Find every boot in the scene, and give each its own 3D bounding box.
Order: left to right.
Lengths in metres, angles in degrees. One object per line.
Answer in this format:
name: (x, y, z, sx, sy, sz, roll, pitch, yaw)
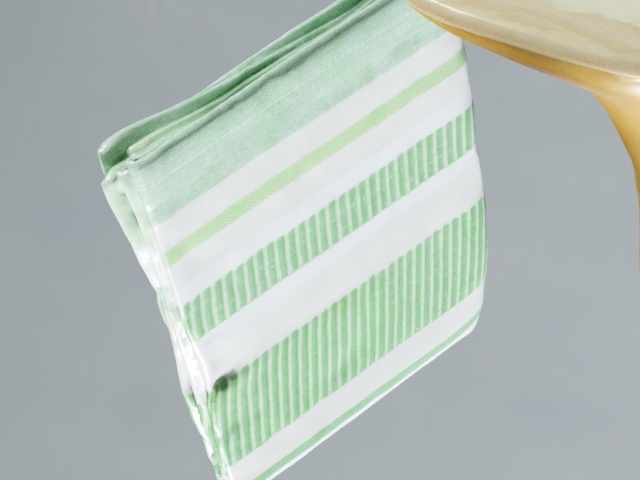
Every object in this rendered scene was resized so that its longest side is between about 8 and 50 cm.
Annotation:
boot: (0.166, -0.044, 0.901, 0.295, 0.104, 0.211, 9, 143, -1)

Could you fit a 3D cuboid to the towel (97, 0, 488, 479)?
towel: (0.000, 0.000, 1.213, 0.038, 0.248, 0.325, 41, 156, 38)
